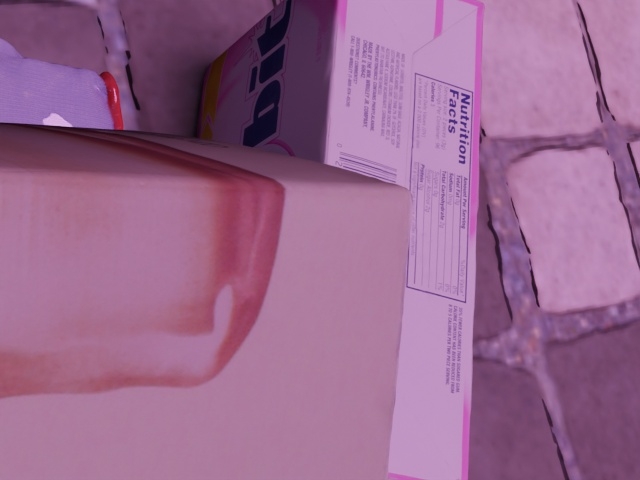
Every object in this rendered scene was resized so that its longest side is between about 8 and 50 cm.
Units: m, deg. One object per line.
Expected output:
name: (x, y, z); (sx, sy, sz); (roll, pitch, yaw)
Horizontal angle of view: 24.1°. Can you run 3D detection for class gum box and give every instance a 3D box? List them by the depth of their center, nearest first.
gum box: (0.000, 0.000, 0.529); (0.062, 0.107, 0.188); (16, 67, -27)

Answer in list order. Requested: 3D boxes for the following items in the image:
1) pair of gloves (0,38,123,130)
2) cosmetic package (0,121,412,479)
pair of gloves: (-0.142, -0.096, 0.524); (0.159, 0.023, 0.198); (2, 74, -33)
cosmetic package: (-0.137, 0.033, 0.366); (0.296, 0.153, 0.129); (1, 98, -41)
